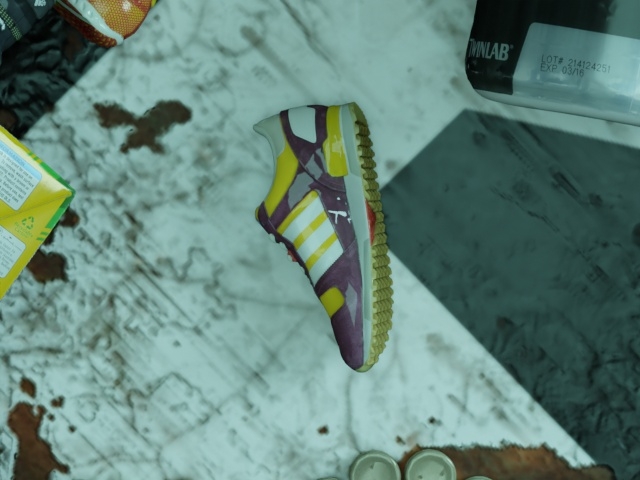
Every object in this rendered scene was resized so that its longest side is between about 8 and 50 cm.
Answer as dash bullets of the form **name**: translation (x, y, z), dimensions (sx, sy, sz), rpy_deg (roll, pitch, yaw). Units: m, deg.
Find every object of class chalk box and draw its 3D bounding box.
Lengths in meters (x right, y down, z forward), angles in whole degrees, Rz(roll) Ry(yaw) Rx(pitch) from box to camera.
- **chalk box**: translation (-0.281, -0.026, 1.031), dimensions (0.132, 0.213, 0.132), rpy_deg (41, 74, -29)

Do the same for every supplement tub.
- **supplement tub**: translation (0.210, -0.228, 0.982), dimensions (0.194, 0.193, 0.316), rpy_deg (11, 96, 2)

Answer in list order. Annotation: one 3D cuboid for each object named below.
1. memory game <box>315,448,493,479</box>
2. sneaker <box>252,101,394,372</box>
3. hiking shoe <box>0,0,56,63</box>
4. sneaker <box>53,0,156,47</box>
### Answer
- **memory game**: translation (0.060, 0.237, 1.124), dimensions (0.186, 0.012, 0.186), rpy_deg (0, 95, 3)
- **sneaker**: translation (0.000, 0.000, 1.084), dimensions (0.084, 0.069, 0.185), rpy_deg (-6, 89, 13)
- **hiking shoe**: translation (-0.270, -0.172, 1.023), dimensions (0.227, 0.086, 0.114), rpy_deg (14, 57, 33)
- **sneaker**: translation (-0.187, -0.208, 1.083), dimensions (0.175, 0.064, 0.067), rpy_deg (42, 77, -6)
